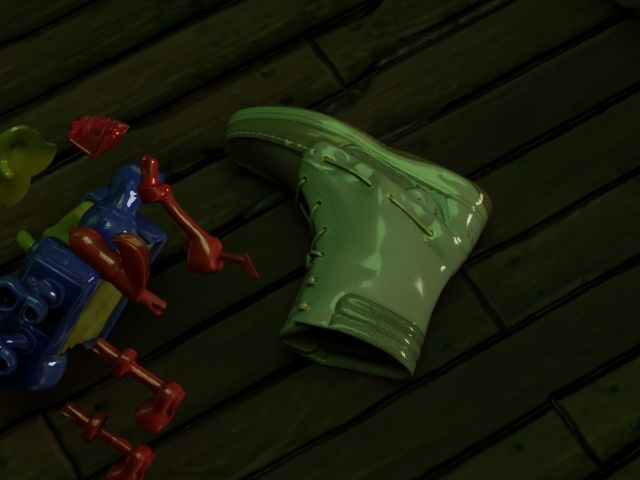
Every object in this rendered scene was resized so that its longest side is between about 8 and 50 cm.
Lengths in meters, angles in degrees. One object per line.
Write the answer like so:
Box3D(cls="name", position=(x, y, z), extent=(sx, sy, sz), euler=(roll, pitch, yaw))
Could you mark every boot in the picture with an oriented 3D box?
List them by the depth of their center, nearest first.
Box3D(cls="boot", position=(0.000, 0.000, 1.279), extent=(0.213, 0.077, 0.165), euler=(22, 65, 11))

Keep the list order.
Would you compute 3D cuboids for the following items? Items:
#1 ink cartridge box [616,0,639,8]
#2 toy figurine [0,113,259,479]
Box3D(cls="ink cartridge box", position=(0.373, -0.290, 1.392), extent=(0.303, 0.072, 0.307), euler=(-43, 30, -19))
Box3D(cls="toy figurine", position=(-0.168, 0.071, 1.221), extent=(0.191, 0.217, 0.363), euler=(32, 110, 4))
